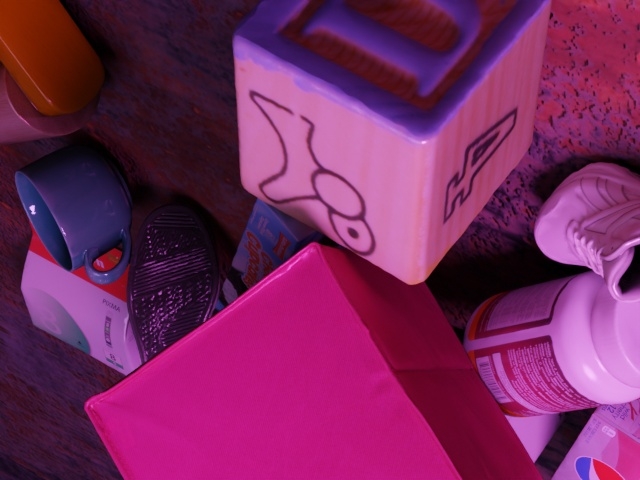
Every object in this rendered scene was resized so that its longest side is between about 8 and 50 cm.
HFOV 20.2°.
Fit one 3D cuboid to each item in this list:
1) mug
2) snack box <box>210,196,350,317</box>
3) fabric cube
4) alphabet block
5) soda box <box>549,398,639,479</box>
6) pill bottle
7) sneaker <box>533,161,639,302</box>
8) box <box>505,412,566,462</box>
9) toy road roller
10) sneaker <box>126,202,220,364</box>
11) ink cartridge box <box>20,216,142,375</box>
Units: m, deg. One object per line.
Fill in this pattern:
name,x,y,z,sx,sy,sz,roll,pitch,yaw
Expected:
mug,-0.267,-0.031,2.043,0.158,0.097,0.129,63,160,-9
snack box,0.000,0.000,1.686,0.060,0.187,0.322,49,155,12
fabric cube,0.001,0.175,1.556,0.259,0.254,0.258,59,-165,13
alphabet block,0.056,-0.120,1.450,0.192,0.193,0.197,32,151,19
soda box,0.286,0.215,1.755,0.083,0.092,0.263,33,151,11
pill bottle,0.234,0.090,1.609,0.121,0.121,0.221,48,151,-14
sneaker,0.248,0.000,1.468,0.232,0.115,0.090,-6,127,54
box,0.178,0.172,1.814,0.087,0.101,0.102,17,145,37
toy road roller,-0.411,-0.200,1.852,0.202,0.240,0.329,-5,129,54
sneaker,-0.152,0.091,2.093,0.178,0.123,0.295,-88,-5,-79
ink cartridge box,-0.311,0.066,2.315,0.181,0.056,0.225,26,151,24
